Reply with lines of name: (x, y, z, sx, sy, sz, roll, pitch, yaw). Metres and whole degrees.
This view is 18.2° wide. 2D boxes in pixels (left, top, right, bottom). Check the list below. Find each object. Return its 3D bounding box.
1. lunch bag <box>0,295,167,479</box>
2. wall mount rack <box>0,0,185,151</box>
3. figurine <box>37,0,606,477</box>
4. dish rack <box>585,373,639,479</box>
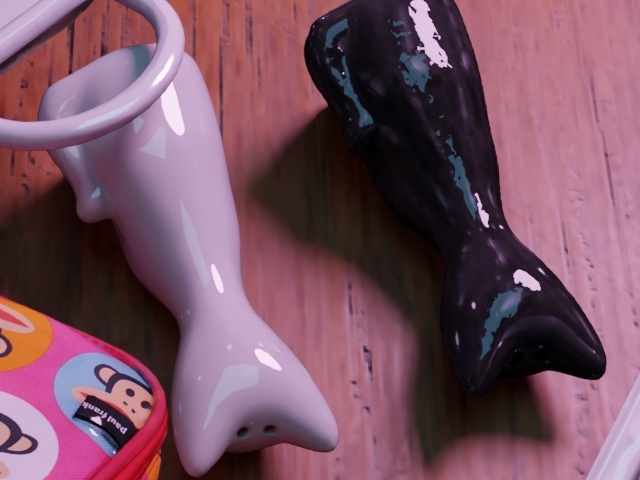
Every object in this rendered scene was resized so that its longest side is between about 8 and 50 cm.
lunch bag: (-0.227, 0.098, 0.734, 0.293, 0.120, 0.258, 19, 31, 13)
wall mount rack: (-0.175, -0.193, 0.943, 0.350, 0.130, 0.304, 29, 60, 35)
figurine: (0.000, 0.000, 0.912, 0.215, 0.092, 0.209, -15, 61, -17)
dish rack: (0.262, 0.155, 0.770, 0.333, 0.072, 0.285, 28, 73, 5)
